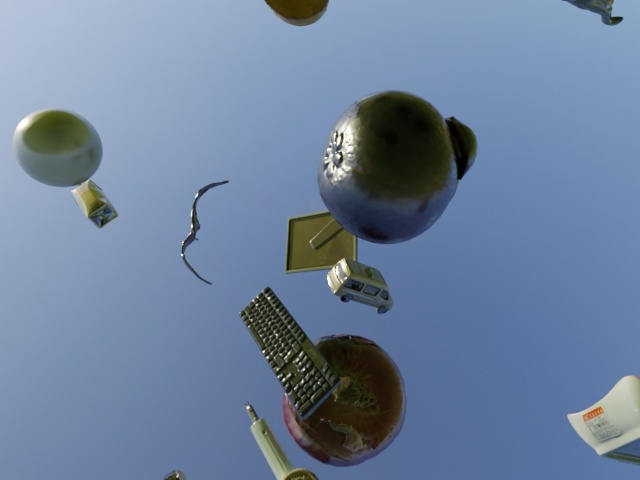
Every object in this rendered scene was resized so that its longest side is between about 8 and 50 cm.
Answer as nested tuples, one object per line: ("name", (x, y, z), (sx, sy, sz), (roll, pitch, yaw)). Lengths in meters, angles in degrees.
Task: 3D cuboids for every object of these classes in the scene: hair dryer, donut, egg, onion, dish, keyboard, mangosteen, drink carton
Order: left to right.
("egg", (-0.634, -0.225, 1.007), (0.186, 0.242, 0.186), (5, -97, -41))
("drink carton", (-0.676, -0.121, 1.215), (0.084, 0.074, 0.200), (-41, -124, -12))
("hair dryer", (-0.114, 0.575, 1.094), (0.108, 0.173, 0.357), (-23, -133, -24))
("keyboard", (-0.048, 0.131, 0.527), (0.061, 0.013, 0.204), (-44, -141, -4))
("donut", (-0.055, -0.614, 1.030), (0.162, 0.065, 0.178), (-40, -97, 1))
("onion", (0.061, 0.444, 1.161), (0.348, 0.285, 0.347), (1, -123, -2))
("mangosteen", (0.145, -0.133, 0.822), (0.300, 0.300, 0.300), (6, -126, -8))
("dish", (0.527, 0.306, 0.671), (0.151, 0.212, 0.077), (8, -128, 7))

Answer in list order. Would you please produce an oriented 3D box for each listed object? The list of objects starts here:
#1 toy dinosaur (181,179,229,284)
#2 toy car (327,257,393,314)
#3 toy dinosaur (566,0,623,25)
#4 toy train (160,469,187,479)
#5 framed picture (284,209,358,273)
("toy dinosaur", (-0.377, -0.047, 1.355), (0.113, 0.206, 0.327), (11, -128, -13))
("toy car", (0.151, 0.149, 1.364), (0.257, 0.124, 0.101), (21, -151, -31))
("toy dinosaur", (0.372, -0.391, 0.603), (0.294, 0.077, 0.162), (10, -150, -49))
("toy train", (-0.423, 0.690, 1.116), (0.138, 0.050, 0.087), (-30, -94, -6))
("framed picture", (0.000, 0.000, 1.574), (0.324, 0.020, 0.240), (-10, -111, 31))
